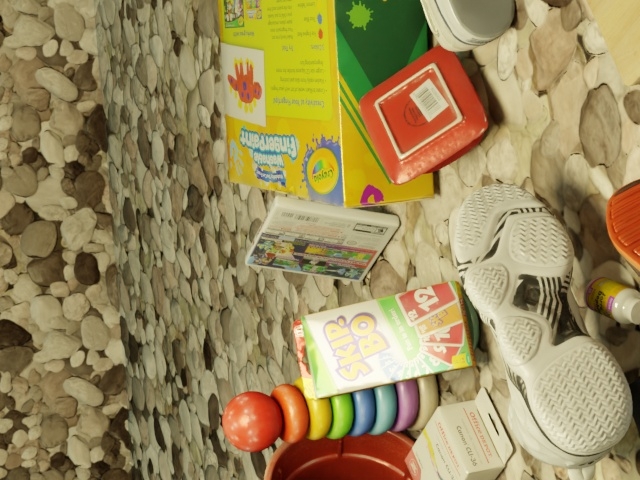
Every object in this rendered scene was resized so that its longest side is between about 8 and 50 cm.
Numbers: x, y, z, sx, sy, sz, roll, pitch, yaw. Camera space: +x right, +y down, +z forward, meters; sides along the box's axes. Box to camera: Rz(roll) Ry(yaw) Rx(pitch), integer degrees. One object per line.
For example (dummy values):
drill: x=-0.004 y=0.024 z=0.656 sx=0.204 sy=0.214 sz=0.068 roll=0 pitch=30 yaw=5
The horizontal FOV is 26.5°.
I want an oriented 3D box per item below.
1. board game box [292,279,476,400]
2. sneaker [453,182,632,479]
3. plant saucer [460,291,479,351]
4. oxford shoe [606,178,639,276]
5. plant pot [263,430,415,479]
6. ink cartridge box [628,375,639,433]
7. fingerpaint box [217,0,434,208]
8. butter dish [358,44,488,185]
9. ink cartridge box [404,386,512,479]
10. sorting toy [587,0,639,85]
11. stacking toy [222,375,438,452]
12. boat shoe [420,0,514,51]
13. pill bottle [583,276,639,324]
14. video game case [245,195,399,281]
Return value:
board game box: x=0.084 y=0.146 z=1.941 sx=0.259 sy=0.039 sz=0.124 roll=-15 pitch=78 yaw=20
sneaker: x=0.257 y=0.120 z=1.636 sx=0.210 sy=0.137 sz=0.366 roll=79 pitch=172 yaw=-59
plant saucer: x=0.199 y=0.122 z=1.966 sx=0.119 sy=0.021 sz=0.119 roll=172 pitch=90 yaw=-66
oxford shoe: x=0.382 y=0.029 z=1.460 sx=0.098 sy=0.097 sz=0.271 roll=57 pitch=-169 yaw=-34
plant pot: x=0.042 y=0.473 z=2.151 sx=0.272 sy=0.272 sz=0.265 roll=-124 pitch=28 yaw=-43
ink cartridge box: x=0.444 y=0.276 z=1.448 sx=0.165 sy=0.065 sz=0.333 roll=-54 pitch=50 yaw=55
fingerpaint box: x=0.000 y=-0.258 z=2.109 sx=0.445 sy=0.163 sz=0.371 roll=-166 pitch=71 yaw=-64
butter dish: x=0.158 y=-0.159 z=1.871 sx=0.160 sy=0.118 sz=0.160 roll=-33 pitch=59 yaw=18
ink cartridge box: x=0.199 y=0.312 z=1.970 sx=0.115 sy=0.067 sz=0.198 roll=66 pitch=150 yaw=32
sorting toy: x=0.367 y=-0.335 z=1.394 sx=0.257 sy=0.089 sz=0.255 roll=-53 pitch=51 yaw=56
stacking toy: x=0.006 y=0.244 z=2.047 sx=0.141 sy=0.330 sz=0.141 roll=172 pitch=90 yaw=-65
boat shoe: x=0.148 y=-0.425 z=1.806 sx=0.156 sy=0.136 sz=0.367 roll=-18 pitch=91 yaw=68
pill bottle: x=0.352 y=0.073 z=1.602 sx=0.083 sy=0.043 sz=0.043 roll=27 pitch=122 yaw=60
video game case: x=0.000 y=0.000 z=2.148 sx=0.183 sy=0.201 sz=0.023 roll=121 pitch=153 yaw=-53
